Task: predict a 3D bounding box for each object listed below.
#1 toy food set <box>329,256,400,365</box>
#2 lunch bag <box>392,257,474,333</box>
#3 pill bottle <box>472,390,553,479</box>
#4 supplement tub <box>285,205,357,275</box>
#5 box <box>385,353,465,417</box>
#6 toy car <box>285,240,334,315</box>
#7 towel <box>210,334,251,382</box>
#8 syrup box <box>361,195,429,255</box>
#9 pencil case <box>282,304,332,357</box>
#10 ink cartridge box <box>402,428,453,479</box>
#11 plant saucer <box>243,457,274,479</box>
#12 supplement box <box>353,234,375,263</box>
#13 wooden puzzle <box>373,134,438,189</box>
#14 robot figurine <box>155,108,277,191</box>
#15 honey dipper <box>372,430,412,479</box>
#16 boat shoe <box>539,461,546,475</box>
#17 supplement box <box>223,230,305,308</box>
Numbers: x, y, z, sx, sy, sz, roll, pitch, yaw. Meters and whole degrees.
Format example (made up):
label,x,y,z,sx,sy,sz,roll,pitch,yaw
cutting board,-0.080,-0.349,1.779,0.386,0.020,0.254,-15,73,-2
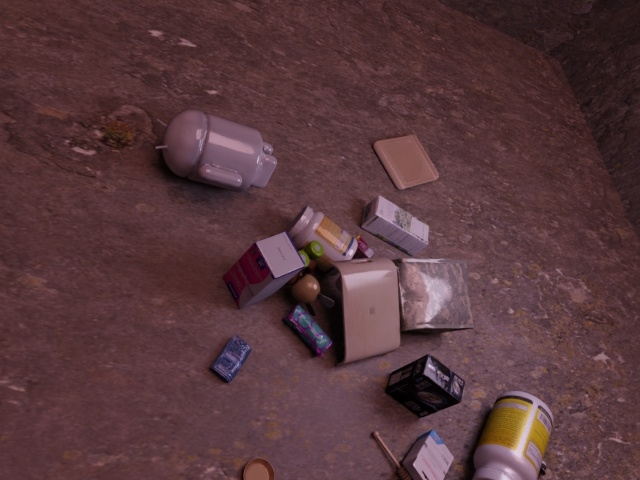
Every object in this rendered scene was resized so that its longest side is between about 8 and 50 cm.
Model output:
label,x,y,z,sx,sy,sz,roll,pitch,yaw
toy food set,0.127,0.208,1.700,0.219,0.092,0.307,-4,92,-37
lunch bag,0.342,0.182,1.841,0.286,0.168,0.236,7,73,-35
pill bottle,0.581,0.640,1.728,0.188,0.188,0.334,46,47,-2
supplement tub,0.000,0.000,1.750,0.199,0.144,0.144,38,47,-10
box,0.308,0.432,1.670,0.147,0.180,0.078,38,46,-10
toy car,-0.038,0.125,1.639,0.188,0.155,0.149,56,41,-1
towel,-0.230,0.307,1.473,0.067,0.029,0.119,41,47,-8
syrup box,0.267,-0.051,2.005,0.236,0.096,0.093,28,48,-18
pencil case,-0.035,0.259,1.617,0.152,0.064,0.070,47,27,1
ink cartridge box,0.299,0.631,1.594,0.104,0.060,0.180,55,33,6
plant saucer,-0.151,0.572,1.370,0.083,0.015,0.084,18,54,-26
supplement box,0.131,0.033,1.884,0.083,0.055,0.043,49,47,0
wooden puzzle,0.341,-0.314,2.266,0.238,0.044,0.221,-19,75,-37
robot figurine,-0.308,-0.261,1.658,0.353,0.200,0.300,14,32,-28
honey dipper,0.200,0.604,1.591,0.030,0.030,0.161,-27,77,-42
boat shoe,0.693,0.731,1.850,0.125,0.046,0.038,36,42,-22
supplement box,-0.157,0.084,1.535,0.113,0.220,0.111,-21,75,-40
